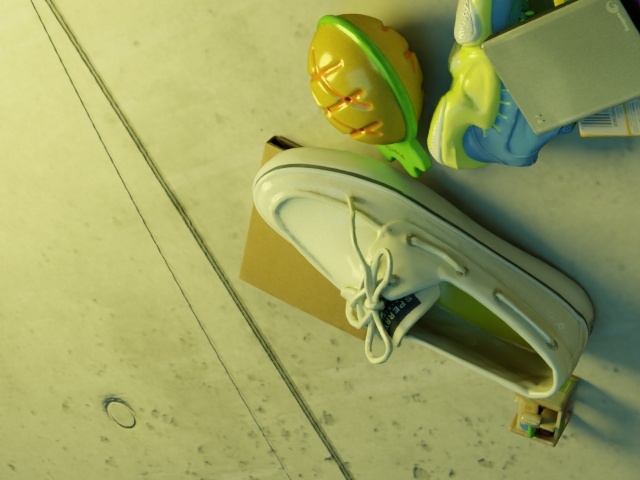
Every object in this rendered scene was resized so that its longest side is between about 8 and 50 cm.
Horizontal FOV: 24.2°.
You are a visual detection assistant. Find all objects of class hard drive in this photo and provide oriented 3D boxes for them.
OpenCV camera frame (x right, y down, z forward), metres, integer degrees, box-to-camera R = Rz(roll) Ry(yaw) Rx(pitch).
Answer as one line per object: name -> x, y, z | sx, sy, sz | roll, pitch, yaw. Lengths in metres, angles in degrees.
hard drive -> 0.209, -0.147, 1.214 | 0.135, 0.022, 0.094 | -20, 111, 42

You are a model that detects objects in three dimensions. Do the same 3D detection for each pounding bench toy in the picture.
pounding bench toy -> 0.223, 0.180, 1.534 | 0.052, 0.083, 0.065 | 19, 131, 20

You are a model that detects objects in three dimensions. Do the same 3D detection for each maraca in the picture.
maraca -> 0.049, -0.134, 1.394 | 0.127, 0.099, 0.186 | 40, 163, 48

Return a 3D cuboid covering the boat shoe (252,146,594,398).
boat shoe -> 0.081, 0.049, 1.449 | 0.367, 0.156, 0.136 | 31, 133, 1

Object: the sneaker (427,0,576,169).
sneaker -> 0.175, -0.162, 1.314 | 0.126, 0.091, 0.240 | 13, 131, 1

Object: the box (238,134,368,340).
box -> 0.000, 0.000, 1.584 | 0.164, 0.021, 0.201 | 26, 134, 13

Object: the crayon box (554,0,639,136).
crayon box -> 0.272, -0.218, 1.192 | 0.165, 0.081, 0.278 | 3, 125, 31
